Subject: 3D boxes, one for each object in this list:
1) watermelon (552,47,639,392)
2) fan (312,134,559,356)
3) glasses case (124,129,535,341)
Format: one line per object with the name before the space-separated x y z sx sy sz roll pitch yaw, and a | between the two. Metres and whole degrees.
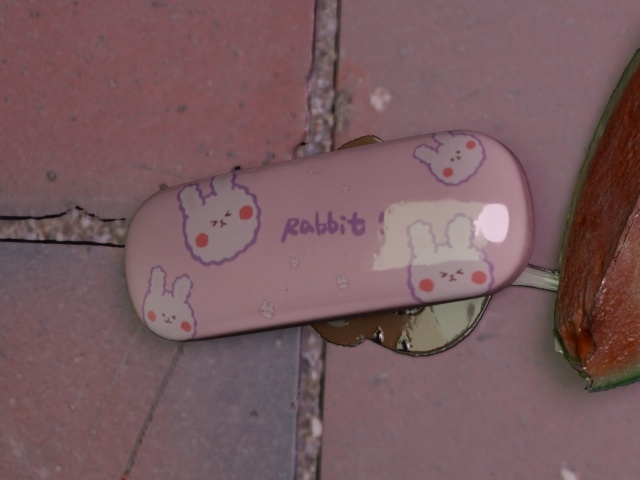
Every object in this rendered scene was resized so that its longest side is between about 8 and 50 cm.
watermelon | 0.244 -0.015 0.812 0.146 0.128 0.231 17 109 -8
fan | 0.100 0.014 0.900 0.226 0.008 0.153 11 91 21
glasses case | 0.000 0.000 0.895 0.296 0.075 0.113 -11 81 20
